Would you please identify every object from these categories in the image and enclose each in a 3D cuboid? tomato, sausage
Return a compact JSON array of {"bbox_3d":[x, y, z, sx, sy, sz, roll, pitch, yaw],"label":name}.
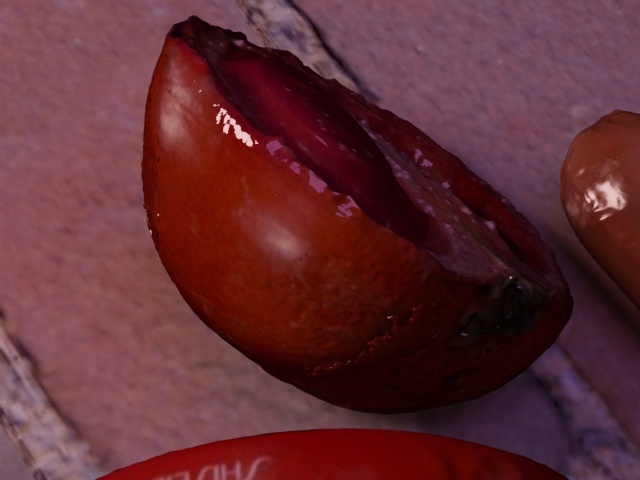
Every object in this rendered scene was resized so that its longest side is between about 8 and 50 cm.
[{"bbox_3d":[0.000,0.000,0.602,0.173,0.099,0.189,45,16,32],"label":"tomato"},{"bbox_3d":[0.177,0.021,0.651,0.077,0.077,0.194,-34,72,-32],"label":"sausage"}]

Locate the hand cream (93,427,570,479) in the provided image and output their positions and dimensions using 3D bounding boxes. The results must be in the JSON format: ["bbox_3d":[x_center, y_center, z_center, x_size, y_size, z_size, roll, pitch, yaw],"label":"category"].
[{"bbox_3d":[0.000,0.147,0.442,0.193,0.193,0.125,4,53,-15],"label":"hand cream"}]
